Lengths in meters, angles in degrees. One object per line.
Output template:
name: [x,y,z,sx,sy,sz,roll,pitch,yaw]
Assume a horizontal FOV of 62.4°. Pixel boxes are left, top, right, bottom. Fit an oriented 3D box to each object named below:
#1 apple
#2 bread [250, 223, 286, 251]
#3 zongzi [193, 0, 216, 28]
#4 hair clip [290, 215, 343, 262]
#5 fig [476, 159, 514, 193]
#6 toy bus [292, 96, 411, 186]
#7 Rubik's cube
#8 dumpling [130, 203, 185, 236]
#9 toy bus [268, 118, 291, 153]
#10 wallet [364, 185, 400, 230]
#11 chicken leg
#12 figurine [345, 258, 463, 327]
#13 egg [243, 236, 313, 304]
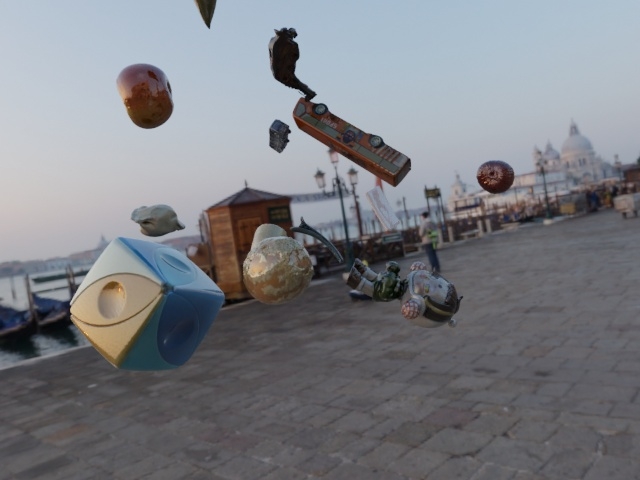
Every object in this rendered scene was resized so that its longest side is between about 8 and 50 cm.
apple: [-0.594,-0.497,1.817,0.173,0.235,0.210,-22,-13,-10]
bread: [-0.220,0.024,2.220,0.134,0.141,0.148,18,-37,-11]
zongzi: [-0.427,-0.915,1.792,0.160,0.361,0.323,-8,25,-32]
hair clip: [0.000,0.000,1.933,0.070,0.229,0.039,-50,-11,-25]
fig: [0.592,-0.214,1.727,0.153,0.119,0.119,-17,5,-27]
toy bus: [0.087,-0.304,1.593,0.408,0.092,0.093,34,-8,20]
Rubik's cube: [-0.599,0.223,1.856,0.347,0.352,0.351,36,8,27]
dumpling: [-0.559,-0.072,1.797,0.199,0.118,0.136,14,9,-45]
toy bus: [-0.135,-0.337,1.722,0.065,0.047,0.166,32,-14,1]
wallet: [0.171,-0.088,1.466,0.061,0.122,0.025,-31,2,-42]
chicken leg: [-0.084,-0.482,1.481,0.106,0.051,0.253,-21,-36,5]
figurine: [0.266,0.162,1.652,0.370,0.167,0.281,20,32,6]
egg: [-0.130,0.094,1.575,0.203,0.203,0.245,-10,-23,-40]
